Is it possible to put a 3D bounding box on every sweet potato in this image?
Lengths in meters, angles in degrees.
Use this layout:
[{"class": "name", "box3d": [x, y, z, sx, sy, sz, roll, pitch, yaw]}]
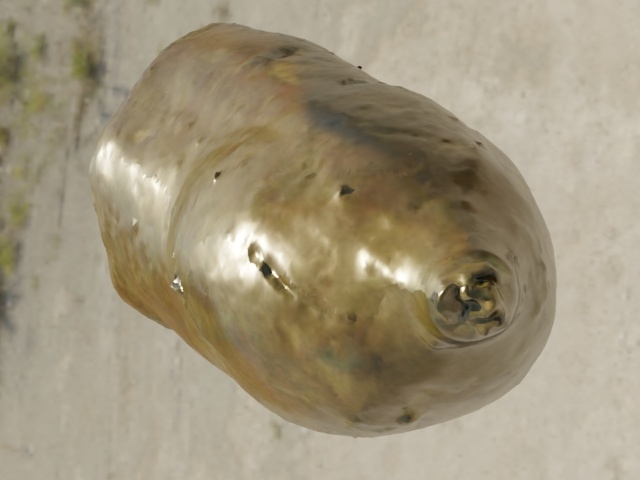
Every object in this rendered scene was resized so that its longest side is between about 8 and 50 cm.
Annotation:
[{"class": "sweet potato", "box3d": [0.000, 0.000, 0.566, 0.369, 0.157, 0.158, 31, 111, 60]}]
